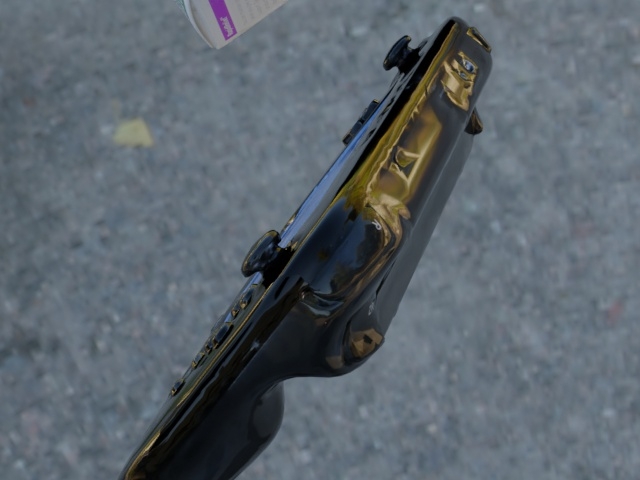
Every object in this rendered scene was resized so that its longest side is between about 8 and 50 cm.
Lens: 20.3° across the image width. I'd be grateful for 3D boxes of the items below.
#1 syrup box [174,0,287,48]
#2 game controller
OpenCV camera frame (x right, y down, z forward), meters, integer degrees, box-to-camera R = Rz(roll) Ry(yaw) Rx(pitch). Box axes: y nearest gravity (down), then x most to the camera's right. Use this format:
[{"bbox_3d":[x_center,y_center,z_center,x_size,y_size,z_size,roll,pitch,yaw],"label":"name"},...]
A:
[{"bbox_3d":[0.001,-0.222,1.008,0.237,0.096,0.093,-35,75,-5],"label":"syrup box"},{"bbox_3d":[0.000,0.000,0.802,0.166,0.067,0.319,-42,7,25],"label":"game controller"}]
